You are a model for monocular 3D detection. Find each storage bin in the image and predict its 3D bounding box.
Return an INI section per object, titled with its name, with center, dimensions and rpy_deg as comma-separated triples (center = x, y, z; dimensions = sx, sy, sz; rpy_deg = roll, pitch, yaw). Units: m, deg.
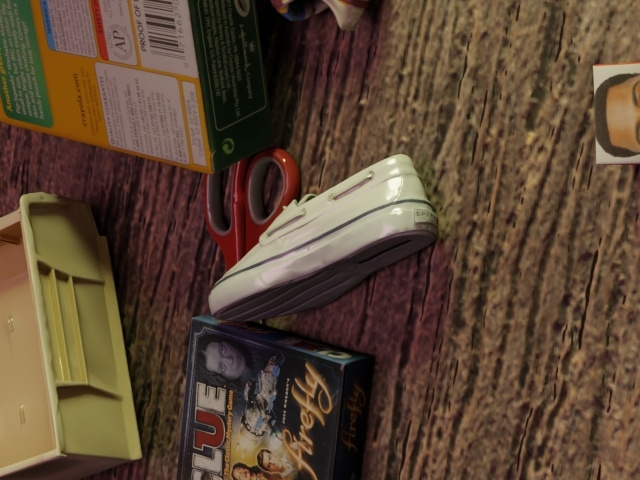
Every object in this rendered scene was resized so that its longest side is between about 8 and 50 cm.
[storage bin]
center = -0.318, 0.115, 1.670
dimensions = 0.262, 0.123, 0.260
rpy_deg = -22, 68, 29

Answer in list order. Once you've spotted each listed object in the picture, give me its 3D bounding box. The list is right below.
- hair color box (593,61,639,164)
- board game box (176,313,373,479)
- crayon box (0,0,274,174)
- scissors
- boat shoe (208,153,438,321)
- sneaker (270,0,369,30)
[hair color box]
center = 0.252, -0.086, 1.206
dimensions = 0.141, 0.043, 0.072
rpy_deg = 0, 95, 45
[board game box]
center = -0.046, 0.197, 1.509
dimensions = 0.165, 0.042, 0.243
rpy_deg = 14, 104, 35
[crayon box]
center = -0.192, -0.189, 1.536
dimensions = 0.323, 0.083, 0.203
rpy_deg = 14, 122, 38
[scissors]
center = -0.066, 0.052, 1.553
dimensions = 0.109, 0.021, 0.297
rpy_deg = 13, 104, 41
[boat shoe]
center = 0.000, 0.000, 1.450
dimensions = 0.226, 0.083, 0.076
rpy_deg = -23, 65, 32
[sneaker]
center = -0.033, -0.224, 1.457
dimensions = 0.185, 0.069, 0.084
rpy_deg = 24, 105, 42
